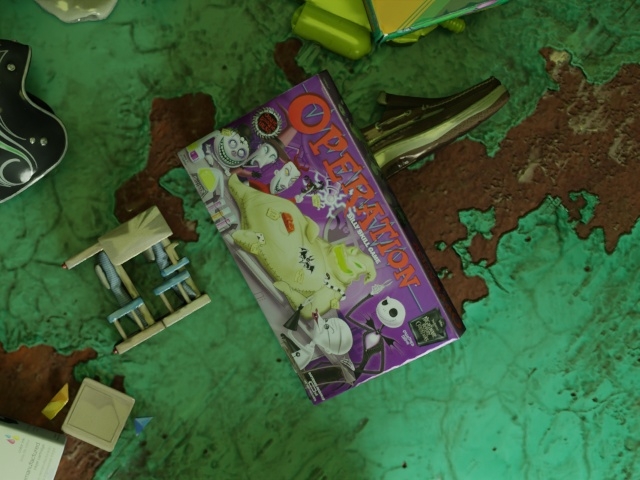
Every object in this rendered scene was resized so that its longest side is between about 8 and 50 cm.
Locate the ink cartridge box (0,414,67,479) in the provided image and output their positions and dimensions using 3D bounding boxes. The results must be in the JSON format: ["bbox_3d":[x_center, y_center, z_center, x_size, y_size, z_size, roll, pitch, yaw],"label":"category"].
[{"bbox_3d":[-0.399,0.265,1.790,0.175,0.072,0.127,19,89,-6],"label":"ink cartridge box"}]

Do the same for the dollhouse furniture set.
[{"bbox_3d":[-0.211,0.048,1.755,0.129,0.183,0.129,-31,93,-5],"label":"dollhouse furniture set"}]

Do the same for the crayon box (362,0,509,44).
[{"bbox_3d":[0.103,-0.386,1.784,0.165,0.081,0.278,-18,91,-3],"label":"crayon box"}]

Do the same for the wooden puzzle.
[{"bbox_3d":[-0.266,0.207,1.836,0.116,0.014,0.078,32,91,-5],"label":"wooden puzzle"}]

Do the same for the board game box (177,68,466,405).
[{"bbox_3d":[0.000,0.000,1.805,0.208,0.056,0.347,-28,93,18],"label":"board game box"}]

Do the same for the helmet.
[{"bbox_3d":[-0.375,-0.141,1.749,0.169,0.169,0.161,-39,110,-5],"label":"helmet"}]

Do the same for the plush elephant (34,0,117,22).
[{"bbox_3d":[-0.258,-0.374,1.728,0.255,0.330,0.272,30,101,-29],"label":"plush elephant"}]

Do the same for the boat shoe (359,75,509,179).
[{"bbox_3d":[0.099,-0.140,1.837,0.257,0.095,0.095,-30,87,-5],"label":"boat shoe"}]

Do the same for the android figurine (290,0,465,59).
[{"bbox_3d":[0.062,-0.339,1.851,0.273,0.056,0.248,26,87,-4],"label":"android figurine"}]
